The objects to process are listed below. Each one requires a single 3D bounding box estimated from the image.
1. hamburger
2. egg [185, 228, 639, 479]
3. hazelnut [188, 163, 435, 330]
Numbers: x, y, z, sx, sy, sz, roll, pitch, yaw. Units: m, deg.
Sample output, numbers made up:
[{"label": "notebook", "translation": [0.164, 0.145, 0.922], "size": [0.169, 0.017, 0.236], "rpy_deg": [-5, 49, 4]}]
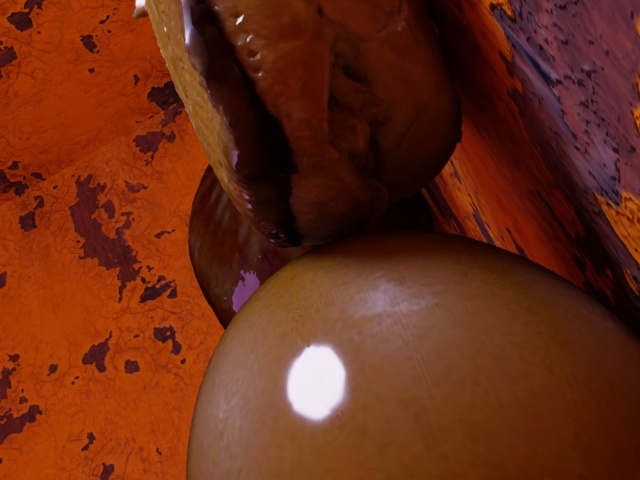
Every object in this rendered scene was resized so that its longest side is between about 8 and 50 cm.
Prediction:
[{"label": "hamburger", "translation": [-0.031, -0.147, 0.565], "size": [0.305, 0.174, 0.284], "rpy_deg": [61, -179, 3]}, {"label": "egg", "translation": [0.070, 0.147, 0.486], "size": [0.351, 0.282, 0.283], "rpy_deg": [60, -178, 42]}, {"label": "hazelnut", "translation": [0.000, 0.000, 1.350], "size": [0.402, 0.402, 0.429], "rpy_deg": [58, -175, -36]}]
